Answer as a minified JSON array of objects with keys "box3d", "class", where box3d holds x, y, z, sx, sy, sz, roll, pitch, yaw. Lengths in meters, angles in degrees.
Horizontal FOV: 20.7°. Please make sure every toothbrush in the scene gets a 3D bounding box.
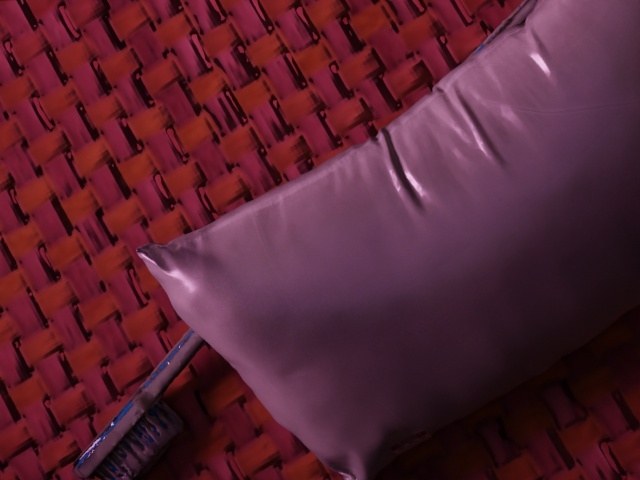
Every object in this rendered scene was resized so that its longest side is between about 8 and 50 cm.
[{"box3d":[-0.004,-0.004,0.757,0.028,0.026,0.294,40,92,-4],"class":"toothbrush"}]

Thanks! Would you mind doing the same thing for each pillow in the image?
[{"box3d":[0.067,-0.016,0.708,0.254,0.078,0.144,-36,99,5],"class":"pillow"}]
